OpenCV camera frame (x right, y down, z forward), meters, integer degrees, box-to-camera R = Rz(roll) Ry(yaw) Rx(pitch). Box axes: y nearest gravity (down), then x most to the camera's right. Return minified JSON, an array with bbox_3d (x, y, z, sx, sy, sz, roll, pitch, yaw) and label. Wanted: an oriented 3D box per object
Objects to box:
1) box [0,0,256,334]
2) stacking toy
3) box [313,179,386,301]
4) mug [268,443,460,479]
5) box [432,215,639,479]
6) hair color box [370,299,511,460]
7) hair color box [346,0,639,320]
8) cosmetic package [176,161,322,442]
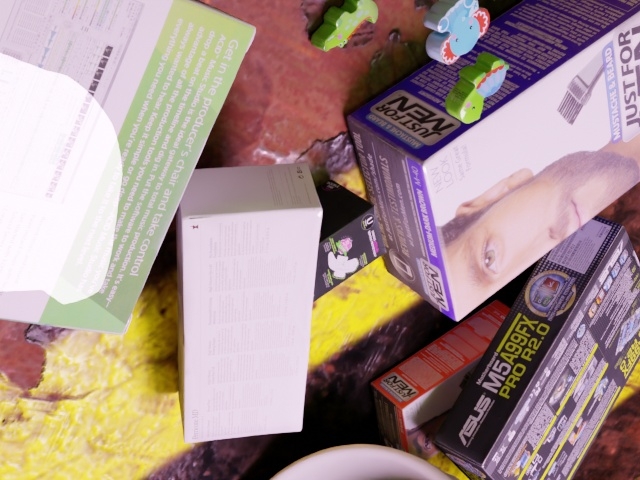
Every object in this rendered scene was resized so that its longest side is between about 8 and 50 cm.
[{"bbox_3d":[-0.210,-0.071,0.682,0.322,0.058,0.232,15,105,-44],"label":"box"},{"bbox_3d":[0.125,-0.182,0.871,0.221,0.167,0.052,-42,135,-14],"label":"stacking toy"},{"bbox_3d":[0.000,0.000,0.953,0.083,0.062,0.052,-33,131,-20],"label":"box"},{"bbox_3d":[0.052,0.385,1.123,0.374,0.276,0.328,-28,147,16],"label":"mug"},{"bbox_3d":[0.235,0.134,1.167,0.270,0.060,0.216,-57,144,-12],"label":"box"},{"bbox_3d":[0.134,0.143,1.164,0.167,0.053,0.093,-30,133,-22],"label":"hair color box"},{"bbox_3d":[0.197,-0.104,1.028,0.339,0.110,0.185,-34,134,-18],"label":"hair color box"},{"bbox_3d":[-0.059,0.052,0.887,0.099,0.060,0.239,-5,133,-13],"label":"cosmetic package"}]
